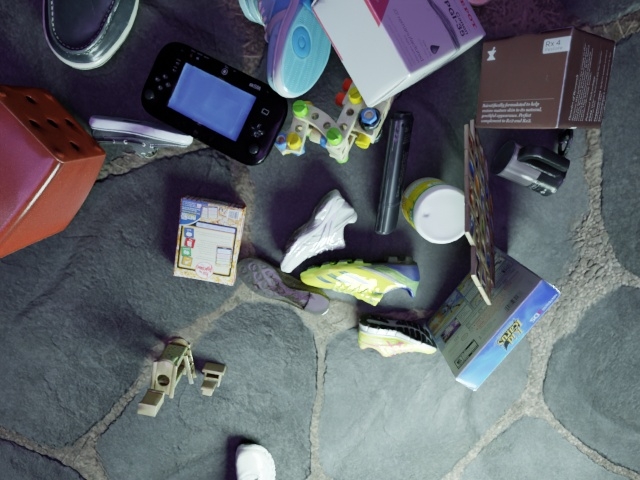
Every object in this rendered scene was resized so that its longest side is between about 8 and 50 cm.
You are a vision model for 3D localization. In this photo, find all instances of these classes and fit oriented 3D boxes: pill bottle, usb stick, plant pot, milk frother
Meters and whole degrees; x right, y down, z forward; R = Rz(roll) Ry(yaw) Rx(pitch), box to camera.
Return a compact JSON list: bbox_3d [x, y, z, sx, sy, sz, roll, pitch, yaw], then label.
[{"bbox_3d":[0.239,-0.074,0.917,0.117,0.208,0.118,0,105,0],"label":"pill bottle"},{"bbox_3d":[0.163,-0.145,0.949,0.045,0.077,0.278,19,118,28],"label":"usb stick"},{"bbox_3d":[-0.610,-0.160,0.846,0.235,0.267,0.267,-38,103,11],"label":"plant pot"},{"bbox_3d":[0.486,-0.197,0.957,0.134,0.129,0.143,22,61,-7],"label":"milk frother"}]

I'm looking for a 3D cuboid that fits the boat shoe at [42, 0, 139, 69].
[{"bbox_3d":[-0.422,-0.579,0.800,0.186,0.156,0.501,25,105,-9],"label":"boat shoe"}]

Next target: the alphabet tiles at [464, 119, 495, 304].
[{"bbox_3d":[0.327,-0.058,0.865,0.011,0.285,0.343,-6,63,30],"label":"alphabet tiles"}]

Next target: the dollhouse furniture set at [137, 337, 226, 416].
[{"bbox_3d":[-0.326,0.335,1.034,0.160,0.182,0.101,12,105,-4],"label":"dollhouse furniture set"}]

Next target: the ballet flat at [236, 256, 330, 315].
[{"bbox_3d":[-0.089,0.112,1.049,0.249,0.058,0.084,25,100,-2],"label":"ballet flat"}]

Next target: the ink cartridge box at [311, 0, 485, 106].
[{"bbox_3d":[0.154,-0.406,0.785,0.283,0.117,0.207,-38,99,-33],"label":"ink cartridge box"}]

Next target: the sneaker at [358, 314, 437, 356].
[{"bbox_3d":[0.191,0.257,1.082,0.208,0.081,0.094,15,112,2],"label":"sneaker"}]

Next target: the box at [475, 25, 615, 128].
[{"bbox_3d":[0.442,-0.307,0.838,0.203,0.168,0.167,-12,110,-36],"label":"box"}]

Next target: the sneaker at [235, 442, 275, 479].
[{"bbox_3d":[-0.180,0.701,1.172,0.109,0.118,0.293,-6,104,3],"label":"sneaker"}]

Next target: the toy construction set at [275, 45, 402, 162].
[{"bbox_3d":[0.046,-0.309,0.894,0.214,0.151,0.328,24,99,17],"label":"toy construction set"}]

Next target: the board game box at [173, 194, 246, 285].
[{"bbox_3d":[-0.266,0.001,1.015,0.146,0.045,0.194,11,105,-4],"label":"board game box"}]

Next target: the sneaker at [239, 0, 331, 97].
[{"bbox_3d":[-0.085,-0.422,0.822,0.208,0.127,0.319,9,79,33],"label":"sneaker"}]

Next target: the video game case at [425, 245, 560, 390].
[{"bbox_3d":[0.373,0.162,0.966,0.061,0.244,0.270,34,103,-11],"label":"video game case"}]

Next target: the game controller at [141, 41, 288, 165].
[{"bbox_3d":[-0.225,-0.288,0.891,0.319,0.067,0.167,28,106,8],"label":"game controller"}]

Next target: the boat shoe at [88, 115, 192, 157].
[{"bbox_3d":[-0.397,-0.221,0.938,0.228,0.080,0.076,9,111,-2],"label":"boat shoe"}]

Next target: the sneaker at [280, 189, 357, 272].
[{"bbox_3d":[0.000,0.000,0.999,0.115,0.090,0.232,38,102,-14],"label":"sneaker"}]

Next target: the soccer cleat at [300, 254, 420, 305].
[{"bbox_3d":[0.097,0.100,1.018,0.288,0.093,0.121,-3,92,-2],"label":"soccer cleat"}]

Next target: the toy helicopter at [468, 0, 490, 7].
[{"bbox_3d":[0.306,-0.643,0.805,0.234,0.140,0.356,4,108,0],"label":"toy helicopter"}]
